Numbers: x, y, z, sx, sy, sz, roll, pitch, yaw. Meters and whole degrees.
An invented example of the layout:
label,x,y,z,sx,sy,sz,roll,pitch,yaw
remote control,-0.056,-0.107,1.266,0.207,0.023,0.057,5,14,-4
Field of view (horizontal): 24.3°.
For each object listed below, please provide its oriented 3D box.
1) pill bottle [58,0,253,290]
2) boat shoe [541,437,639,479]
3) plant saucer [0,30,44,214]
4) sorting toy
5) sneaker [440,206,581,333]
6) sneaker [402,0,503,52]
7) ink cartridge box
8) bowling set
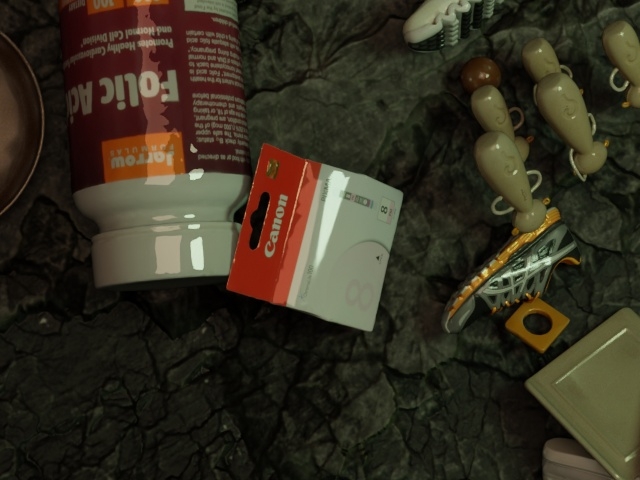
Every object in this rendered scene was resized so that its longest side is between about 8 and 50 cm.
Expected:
label,x,y,z,sx,sy,sz,roll,pitch,yaw
pill bottle,-0.200,-0.141,1.829,0.224,0.224,0.392,-5,85,-2
boat shoe,0.365,0.303,1.867,0.184,0.066,0.063,11,111,17
plant saucer,-0.507,-0.147,1.910,0.310,0.050,0.311,0,86,-1
sorting toy,0.380,0.197,1.870,0.196,0.047,0.348,-32,62,-22
sneaker,0.244,0.051,1.898,0.215,0.084,0.083,-41,92,-5
sneaker,0.201,-0.359,1.928,0.118,0.110,0.292,44,77,10
ink cartridge box,0.000,0.000,1.834,0.066,0.232,0.189,10,84,36
bowling set,0.282,-0.165,1.904,0.287,0.200,0.154,-39,125,-7
